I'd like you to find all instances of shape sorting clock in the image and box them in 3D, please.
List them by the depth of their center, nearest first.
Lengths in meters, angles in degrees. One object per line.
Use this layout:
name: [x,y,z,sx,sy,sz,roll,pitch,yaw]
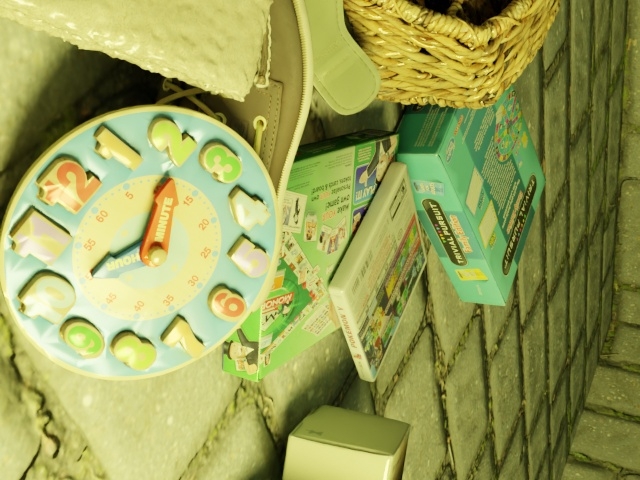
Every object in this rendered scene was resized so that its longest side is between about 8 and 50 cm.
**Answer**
shape sorting clock: [-0.120,0.006,0.628,0.206,0.040,0.206,-10,112,-25]

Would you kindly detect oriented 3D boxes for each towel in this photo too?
towel: [-0.133,-0.210,0.550,0.282,0.049,0.187,14,88,-46]

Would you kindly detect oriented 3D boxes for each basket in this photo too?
basket: [0.147,-0.321,0.961,0.299,0.214,0.223,-67,152,-25]

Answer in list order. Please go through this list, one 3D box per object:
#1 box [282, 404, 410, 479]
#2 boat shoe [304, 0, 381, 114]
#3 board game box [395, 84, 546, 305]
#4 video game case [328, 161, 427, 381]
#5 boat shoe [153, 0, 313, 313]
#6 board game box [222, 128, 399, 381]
box: [0.015,0.366,1.035,0.148,0.121,0.311,-19,117,-75]
boat shoe: [-0.014,-0.212,0.849,0.081,0.068,0.227,-35,141,1]
board game box: [0.225,-0.105,1.297,0.336,0.079,0.253,58,47,-43]
video game case: [0.075,0.039,1.067,0.201,0.023,0.183,-62,150,-33]
boat shoe: [-0.084,-0.080,0.704,0.097,0.117,0.324,-26,127,-61]
board game box: [0.000,0.000,0.977,0.317,0.046,0.213,-24,122,-60]
